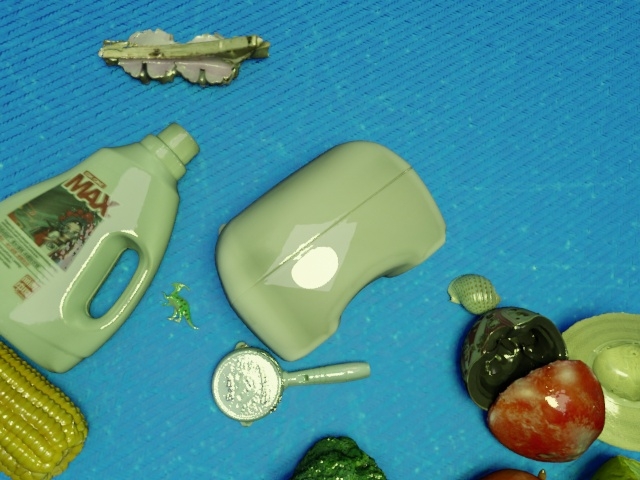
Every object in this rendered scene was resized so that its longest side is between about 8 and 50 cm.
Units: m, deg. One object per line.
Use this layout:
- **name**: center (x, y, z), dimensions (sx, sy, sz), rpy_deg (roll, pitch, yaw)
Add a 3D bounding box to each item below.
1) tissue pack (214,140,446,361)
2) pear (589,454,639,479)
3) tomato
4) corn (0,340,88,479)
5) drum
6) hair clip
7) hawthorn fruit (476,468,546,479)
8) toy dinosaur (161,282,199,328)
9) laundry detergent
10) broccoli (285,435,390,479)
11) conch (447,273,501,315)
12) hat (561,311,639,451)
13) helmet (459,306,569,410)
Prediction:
- **tissue pack**: center (0.000, 0.000, 0.778), dimensions (0.333, 0.229, 0.236), rpy_deg (-38, 88, -12)
- **pear**: center (0.464, 0.469, 0.793), dimensions (0.288, 0.139, 0.239), rpy_deg (25, 93, -43)
- **tomato**: center (0.366, 0.282, 0.798), dimensions (0.189, 0.099, 0.173), rpy_deg (-33, 125, 5)
- **corn**: center (-0.496, 0.210, 0.743), dimensions (0.344, 0.131, 0.131), rpy_deg (38, 79, 3)
- **drum**: center (-0.050, 0.243, 0.824), dimensions (0.253, 0.049, 0.130), rpy_deg (10, 79, -4)
- **hair clip**: center (-0.233, -0.321, 0.887), dimensions (0.292, 0.084, 0.106), rpy_deg (-2, 86, -1)
- **hawthorn fruit**: center (0.295, 0.432, 0.772), dimensions (0.185, 0.185, 0.202), rpy_deg (47, 65, 3)
- **toy dinosaur**: center (-0.226, 0.106, 0.843), dimensions (0.083, 0.021, 0.062), rpy_deg (24, 66, -1)
- **laundry detergent**: center (-0.341, -0.019, 0.803), dimensions (0.264, 0.125, 0.398), rpy_deg (43, 77, 3)
- **broccoli**: center (0.038, 0.430, 0.739), dimensions (0.254, 0.269, 0.269), rpy_deg (-19, 81, 34)
- **conch**: center (0.269, 0.090, 0.884), dimensions (0.085, 0.057, 0.076), rpy_deg (10, 67, -5)
- **hat**: center (0.520, 0.215, 0.854), dimensions (0.110, 0.252, 0.252), rpy_deg (-28, 83, -50)
- **helmet**: center (0.299, 0.179, 0.842), dimensions (0.153, 0.107, 0.177), rpy_deg (37, 102, -28)
